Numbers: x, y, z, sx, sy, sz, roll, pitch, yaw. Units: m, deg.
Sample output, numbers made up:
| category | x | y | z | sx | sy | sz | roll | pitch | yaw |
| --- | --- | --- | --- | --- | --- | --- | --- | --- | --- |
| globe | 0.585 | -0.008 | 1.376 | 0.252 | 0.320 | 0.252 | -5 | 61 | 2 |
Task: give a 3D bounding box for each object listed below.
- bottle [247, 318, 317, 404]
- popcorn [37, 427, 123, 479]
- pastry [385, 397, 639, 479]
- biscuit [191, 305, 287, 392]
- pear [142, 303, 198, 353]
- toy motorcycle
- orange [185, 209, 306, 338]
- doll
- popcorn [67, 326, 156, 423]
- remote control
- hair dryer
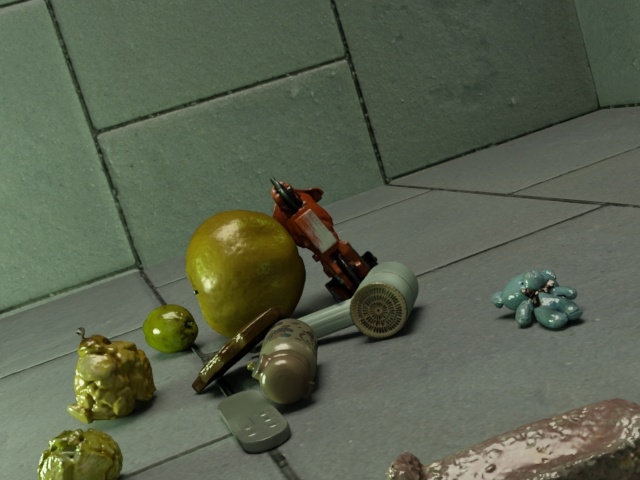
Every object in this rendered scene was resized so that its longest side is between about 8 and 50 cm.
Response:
| category | x | y | z | sx | sy | sz | roll | pitch | yaw |
| --- | --- | --- | --- | --- | --- | --- | --- | --- | --- |
| bottle | -0.060 | 0.198 | 1.487 | 0.110 | 0.097 | 0.209 | 22 | 10 | -3 |
| popcorn | -0.353 | 0.322 | 1.321 | 0.121 | 0.106 | 0.116 | -13 | 20 | 22 |
| pastry | 0.199 | 0.233 | 0.881 | 0.265 | 0.112 | 0.103 | -10 | 18 | 1 |
| biscuit | -0.153 | 0.194 | 1.634 | 0.215 | 0.034 | 0.182 | -42 | -7 | 1 |
| pear | -0.325 | 0.191 | 1.968 | 0.131 | 0.107 | 0.107 | -16 | 9 | 28 |
| toy motorcycle | 0.000 | 0.000 | 1.944 | 0.148 | 0.325 | 0.221 | -39 | -6 | -2 |
| orange | -0.154 | 0.068 | 1.880 | 0.235 | 0.279 | 0.279 | -20 | 10 | -15 |
| doll | 0.355 | 0.088 | 1.470 | 0.120 | 0.075 | 0.180 | -22 | 10 | -6 |
| popcorn | -0.376 | 0.256 | 1.645 | 0.140 | 0.163 | 0.194 | 2 | -21 | 3 |
| remote control | -0.106 | 0.275 | 1.393 | 0.077 | 0.022 | 0.245 | -18 | 10 | -14 |
| hair dryer | 0.009 | 0.149 | 1.716 | 0.357 | 0.107 | 0.173 | -21 | 6 | 17 |
